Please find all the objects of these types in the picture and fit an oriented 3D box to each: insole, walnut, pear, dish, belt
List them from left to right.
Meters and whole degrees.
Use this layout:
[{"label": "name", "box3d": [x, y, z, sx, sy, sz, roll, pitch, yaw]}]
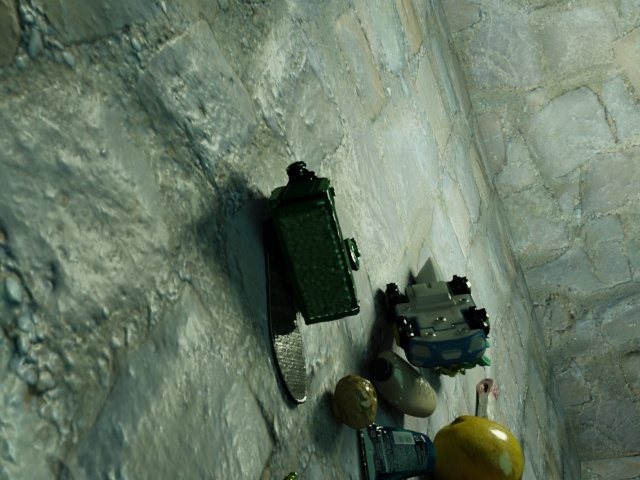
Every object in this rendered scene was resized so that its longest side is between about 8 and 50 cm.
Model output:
[{"label": "insole", "box3d": [-0.058, 0.111, 1.213, 0.110, 0.012, 0.309, 24, 56, -61]}, {"label": "walnut", "box3d": [0.060, 0.283, 1.303, 0.079, 0.083, 0.096, -131, -159, -66]}, {"label": "dish", "box3d": [0.309, 0.173, 1.937, 0.154, 0.064, 0.234, -95, 159, -59]}, {"label": "pear", "box3d": [0.350, 0.500, 1.693, 0.209, 0.209, 0.208, 46, 37, -51]}, {"label": "belt", "box3d": [0.491, 0.499, 2.201, 0.053, 0.071, 0.232, 60, 24, -19]}]

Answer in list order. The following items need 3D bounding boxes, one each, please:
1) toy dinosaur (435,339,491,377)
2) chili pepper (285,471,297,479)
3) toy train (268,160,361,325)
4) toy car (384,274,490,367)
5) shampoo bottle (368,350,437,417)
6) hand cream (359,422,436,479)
[{"label": "toy dinosaur", "box3d": [0.317, 0.261, 1.850, 0.259, 0.153, 0.094, 46, 34, -35]}, {"label": "chili pepper", "box3d": [-0.045, 0.373, 1.080, 0.083, 0.017, 0.030, -80, 149, -46]}, {"label": "toy train", "box3d": [0.000, 0.000, 1.255, 0.154, 0.115, 0.269, -88, 164, -66]}, {"label": "toy car", "box3d": [0.251, 0.193, 1.605, 0.314, 0.198, 0.165, -100, 180, -68]}, {"label": "shampoo bottle", "box3d": [0.168, 0.298, 1.538, 0.257, 0.078, 0.127, 46, 27, -52]}, {"label": "hand cream", "box3d": [0.150, 0.419, 1.467, 0.270, 0.061, 0.120, 26, 52, -56]}]
